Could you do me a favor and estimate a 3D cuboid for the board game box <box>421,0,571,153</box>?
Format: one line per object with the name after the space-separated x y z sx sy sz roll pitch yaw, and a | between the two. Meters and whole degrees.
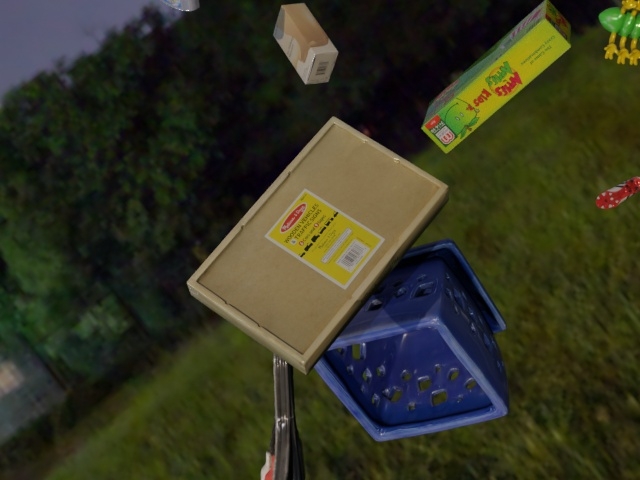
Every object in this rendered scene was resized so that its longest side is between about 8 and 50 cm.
0.196 -0.183 1.324 0.181 0.043 0.092 -41 11 25 | board game box

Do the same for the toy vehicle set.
0.000 0.000 1.328 0.267 0.166 0.035 -49 -21 -18 | toy vehicle set

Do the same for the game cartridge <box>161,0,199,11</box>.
-0.185 -0.318 1.487 0.017 0.083 0.056 -39 -40 -29 | game cartridge

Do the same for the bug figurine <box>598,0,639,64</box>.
0.488 -0.319 1.554 0.072 0.216 0.279 -100 27 -63 | bug figurine

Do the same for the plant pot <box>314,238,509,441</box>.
0.145 0.141 1.811 0.236 0.236 0.212 -17 37 29 | plant pot

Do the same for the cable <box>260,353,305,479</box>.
-0.068 0.281 1.733 0.072 0.287 0.139 -5 12 9 | cable

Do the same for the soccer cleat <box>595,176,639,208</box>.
0.445 -0.070 1.754 0.035 0.029 0.083 -16 -14 -48 | soccer cleat

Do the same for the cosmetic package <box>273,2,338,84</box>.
-0.023 -0.286 1.726 0.041 0.115 0.060 -11 -39 -28 | cosmetic package
